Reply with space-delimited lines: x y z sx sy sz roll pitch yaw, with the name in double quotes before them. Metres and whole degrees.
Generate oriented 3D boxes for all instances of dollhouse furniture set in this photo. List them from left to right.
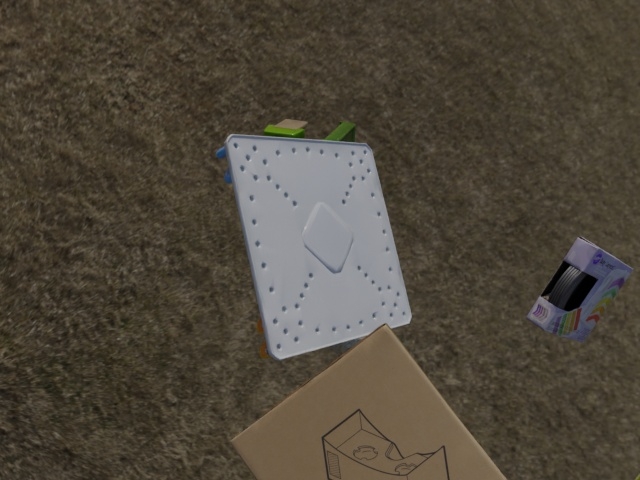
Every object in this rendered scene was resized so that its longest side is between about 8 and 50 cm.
"dollhouse furniture set" -0.034 -0.140 1.554 0.151 0.197 0.302 -52 148 -59

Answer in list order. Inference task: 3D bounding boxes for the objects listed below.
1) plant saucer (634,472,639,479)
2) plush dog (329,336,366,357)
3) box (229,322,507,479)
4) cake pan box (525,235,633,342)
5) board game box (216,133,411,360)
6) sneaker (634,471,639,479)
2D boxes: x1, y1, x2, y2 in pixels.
"plant saucer" 0.385 0.228 0.645 0.241 0.241 0.037 -28 58 -34
"plush dog" 0.039 0.239 1.774 0.225 0.262 0.211 34 64 -22
"box" 0.050 0.195 0.506 0.164 0.021 0.201 -37 84 0
"cake pan box" 0.666 0.132 1.593 0.266 0.070 0.246 21 102 -44
"board game box" 0.000 0.000 1.182 0.389 0.050 0.390 -6 80 -46
"sneaker" 0.635 0.444 1.111 0.321 0.127 0.126 11 54 -61
